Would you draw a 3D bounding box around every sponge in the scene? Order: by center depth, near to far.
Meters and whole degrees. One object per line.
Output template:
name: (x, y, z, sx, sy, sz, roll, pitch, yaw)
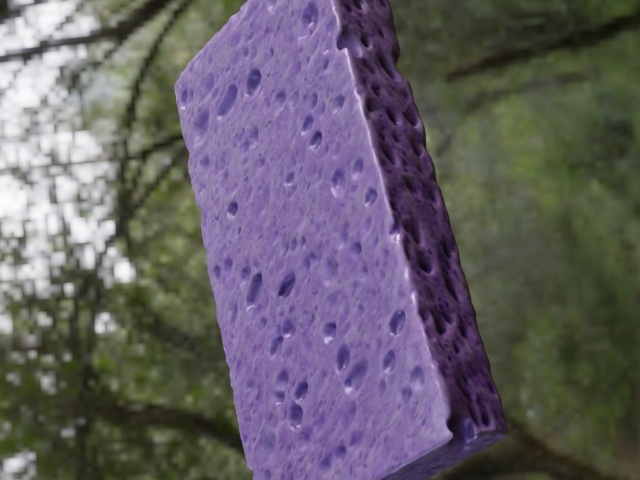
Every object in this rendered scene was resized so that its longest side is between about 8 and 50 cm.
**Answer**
sponge: (0.000, 0.000, 0.698, 0.031, 0.117, 0.210, 6, -121, -36)
